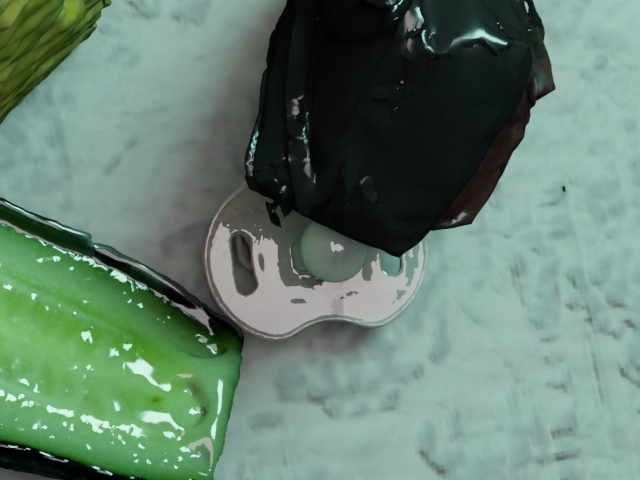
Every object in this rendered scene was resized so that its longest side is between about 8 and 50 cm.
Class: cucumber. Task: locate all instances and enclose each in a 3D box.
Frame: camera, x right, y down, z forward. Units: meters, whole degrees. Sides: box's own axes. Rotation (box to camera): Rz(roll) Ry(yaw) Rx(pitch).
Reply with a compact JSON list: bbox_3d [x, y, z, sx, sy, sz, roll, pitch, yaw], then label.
[{"bbox_3d":[-0.131,0.051,0.816,0.193,0.086,0.115,17,47,-9],"label":"cucumber"}]

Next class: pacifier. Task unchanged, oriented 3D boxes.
[{"bbox_3d":[0.000,0.000,0.844,0.099,0.078,0.082,-8,89,-9],"label":"pacifier"}]

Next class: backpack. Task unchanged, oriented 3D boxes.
[{"bbox_3d":[0.036,-0.077,0.823,0.105,0.165,0.120,26,122,-11],"label":"backpack"}]

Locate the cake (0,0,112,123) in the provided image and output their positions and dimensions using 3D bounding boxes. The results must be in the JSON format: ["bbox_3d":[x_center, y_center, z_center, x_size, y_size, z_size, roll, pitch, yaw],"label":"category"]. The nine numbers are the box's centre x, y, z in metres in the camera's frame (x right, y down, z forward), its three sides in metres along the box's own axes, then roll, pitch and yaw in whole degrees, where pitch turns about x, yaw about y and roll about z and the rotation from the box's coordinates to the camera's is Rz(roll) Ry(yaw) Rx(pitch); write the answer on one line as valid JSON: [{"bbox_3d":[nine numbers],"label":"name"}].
[{"bbox_3d":[-0.248,-0.135,0.755,0.286,0.222,0.227,45,75,0],"label":"cake"}]
